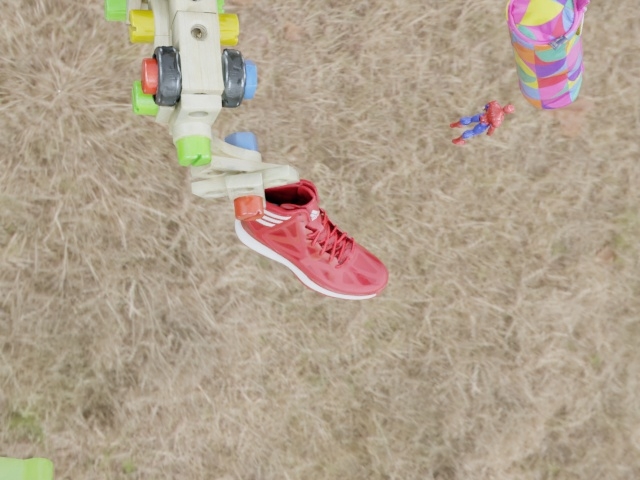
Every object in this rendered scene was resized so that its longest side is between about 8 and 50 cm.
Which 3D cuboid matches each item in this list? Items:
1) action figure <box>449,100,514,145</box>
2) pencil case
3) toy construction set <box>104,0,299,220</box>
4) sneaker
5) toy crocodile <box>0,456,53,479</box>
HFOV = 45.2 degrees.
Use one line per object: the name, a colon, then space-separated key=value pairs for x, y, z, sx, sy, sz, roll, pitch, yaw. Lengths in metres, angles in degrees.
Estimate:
action figure: x=0.202 y=-0.148 z=0.950 sx=0.030 sy=0.115 sz=0.038 roll=0 pitch=83 yaw=-20
pencil case: x=0.317 y=-0.265 z=1.063 sx=0.104 sy=0.236 sz=0.104 roll=-4 pitch=77 yaw=16
toy construction set: x=-0.124 y=-0.175 z=0.724 sx=0.151 sy=0.215 sz=0.327 roll=-18 pitch=85 yaw=-22
sneaker: x=0.000 y=0.000 z=0.987 sx=0.221 sy=0.128 sz=0.087 roll=22 pitch=63 yaw=-7
toy crocodile: x=-0.373 y=0.194 z=0.560 sx=0.341 sy=0.115 sz=0.105 roll=1 pitch=118 yaw=-12
